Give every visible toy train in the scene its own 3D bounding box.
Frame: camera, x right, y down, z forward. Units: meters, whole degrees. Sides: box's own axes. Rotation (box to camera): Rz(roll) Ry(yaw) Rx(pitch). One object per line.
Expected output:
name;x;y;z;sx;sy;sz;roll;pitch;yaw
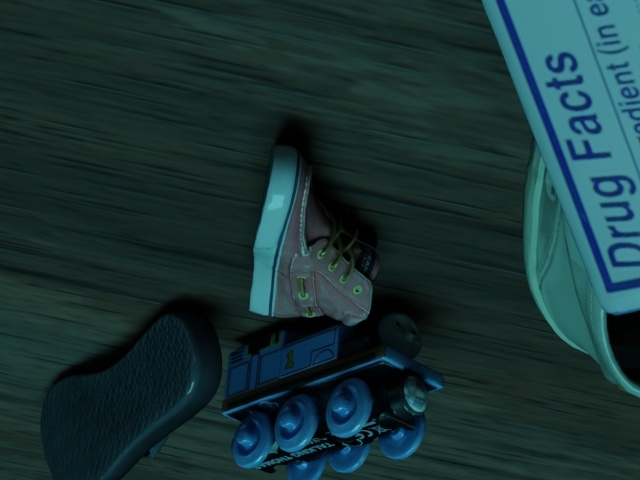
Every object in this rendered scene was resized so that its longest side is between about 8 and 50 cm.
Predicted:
toy train;0.005;0.110;1.054;0.080;0.105;0.184;27;143;-36

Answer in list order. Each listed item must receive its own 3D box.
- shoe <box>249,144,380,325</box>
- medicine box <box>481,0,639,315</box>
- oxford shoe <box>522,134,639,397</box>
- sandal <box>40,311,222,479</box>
shoe;0.000;0.000;0.944;0.081;0.063;0.178;9;150;0
medicine box;0.175;-0.151;0.388;0.289;0.149;0.263;-15;104;32
oxford shoe;0.159;-0.114;0.585;0.169;0.130;0.449;-11;124;-10
sandal;-0.145;0.135;1.150;0.054;0.097;0.254;3;156;-39
